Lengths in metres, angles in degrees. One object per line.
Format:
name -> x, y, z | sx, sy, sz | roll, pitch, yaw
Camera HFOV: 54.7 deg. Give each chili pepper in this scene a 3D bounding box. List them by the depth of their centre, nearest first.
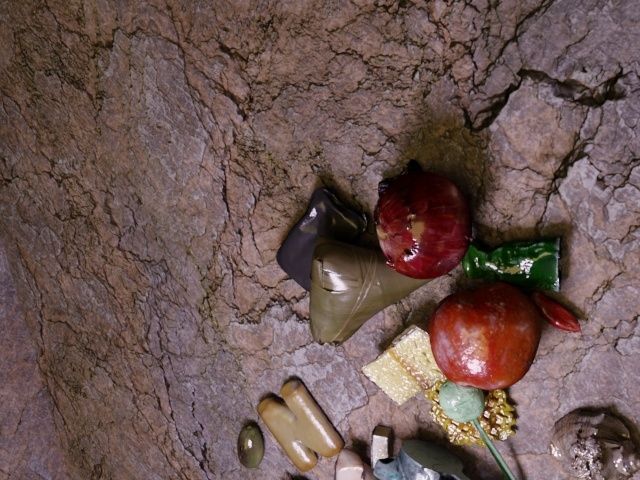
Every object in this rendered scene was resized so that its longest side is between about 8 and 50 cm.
chili pepper -> 0.573, 0.172, 1.555 | 0.191, 0.059, 0.050 | 38, 157, 21
chili pepper -> 0.467, 0.054, 1.562 | 0.270, 0.099, 0.136 | 2, 124, 27

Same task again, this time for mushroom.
mushroom -> 0.131, 0.766, 1.980 | 0.173, 0.162, 0.236 | 2, 112, 3

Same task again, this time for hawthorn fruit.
hawthorn fruit -> 0.410, 0.239, 1.560 | 0.284, 0.284, 0.285 | 10, 110, 30

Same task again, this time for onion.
onion -> 0.261, -0.038, 1.571 | 0.276, 0.276, 0.276 | 10, 110, 30

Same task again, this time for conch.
conch -> 0.684, 0.522, 1.564 | 0.245, 0.162, 0.178 | -6, 69, 50

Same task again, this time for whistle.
whistle -> 0.353, 0.715, 1.742 | 0.404, 0.188, 0.168 | 21, 100, 35

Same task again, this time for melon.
melon -> -0.251, 0.738, 2.221 | 0.099, 0.099, 0.162 | 6, 104, 31

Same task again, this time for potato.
potato -> 0.190, 0.644, 1.926 | 0.061, 0.086, 0.122 | 2, 104, 18

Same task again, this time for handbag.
handbag -> 0.001, -0.002, 1.849 | 0.191, 0.075, 0.332 | 42, 121, 13

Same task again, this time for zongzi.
zongzi -> 0.140, 0.201, 1.805 | 0.417, 0.181, 0.447 | 6, 131, 1

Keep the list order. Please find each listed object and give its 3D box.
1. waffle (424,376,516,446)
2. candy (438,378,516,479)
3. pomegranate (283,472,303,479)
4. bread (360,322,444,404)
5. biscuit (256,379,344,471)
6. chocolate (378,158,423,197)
waffle -> 0.418, 0.468, 1.745 | 0.245, 0.052, 0.254 | -27, 91, 34
candy -> 0.456, 0.550, 1.681 | 0.119, 0.119, 0.440 | -23, 105, 35
pomegranate -> -0.095, 0.886, 2.150 | 0.159, 0.129, 0.130 | 22, 115, 26
bread -> 0.249, 0.338, 1.763 | 0.178, 0.142, 0.266 | 35, 121, -17
biscuit -> -0.075, 0.632, 2.100 | 0.237, 0.062, 0.291 | -40, 84, 34
chocolate -> 0.209, -0.156, 1.680 | 0.147, 0.070, 0.072 | -40, 77, 30
